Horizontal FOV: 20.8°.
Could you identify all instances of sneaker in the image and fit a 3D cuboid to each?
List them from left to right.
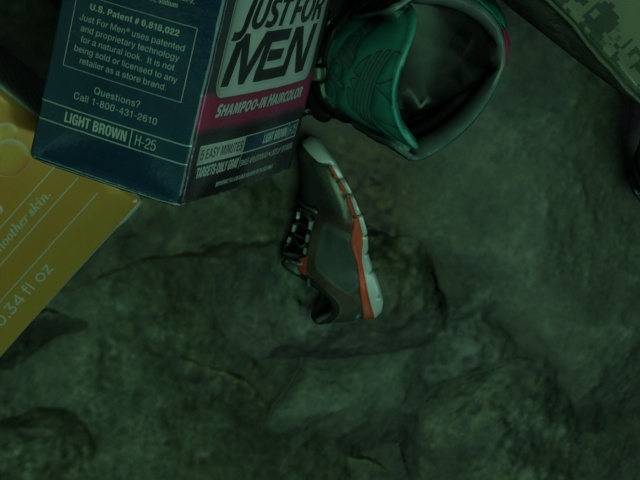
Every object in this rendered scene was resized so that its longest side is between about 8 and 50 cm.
[{"bbox_3d":[0.000,-0.117,1.167,0.296,0.178,0.123,-14,116,-14],"label":"sneaker"},{"bbox_3d":[0.000,0.000,1.287,0.065,0.061,0.158,-19,117,-5],"label":"sneaker"}]

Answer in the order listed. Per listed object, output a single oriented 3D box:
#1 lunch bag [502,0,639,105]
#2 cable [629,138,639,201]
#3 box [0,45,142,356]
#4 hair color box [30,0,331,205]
[{"bbox_3d":[0.190,-0.209,1.165,0.169,0.235,0.287,-46,121,8],"label":"lunch bag"},{"bbox_3d":[0.311,-0.094,1.338,0.184,0.047,0.150,-44,152,14],"label":"cable"},{"bbox_3d":[-0.319,-0.073,1.072,0.345,0.168,0.215,39,95,-29],"label":"box"},{"bbox_3d":[-0.053,-0.207,1.014,0.105,0.174,0.347,18,106,17],"label":"hair color box"}]
